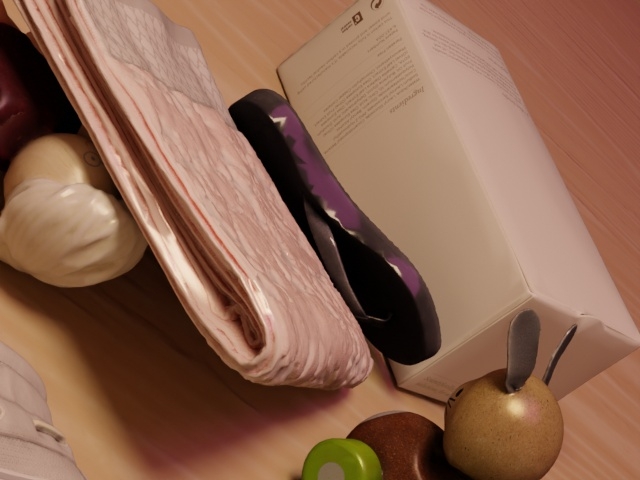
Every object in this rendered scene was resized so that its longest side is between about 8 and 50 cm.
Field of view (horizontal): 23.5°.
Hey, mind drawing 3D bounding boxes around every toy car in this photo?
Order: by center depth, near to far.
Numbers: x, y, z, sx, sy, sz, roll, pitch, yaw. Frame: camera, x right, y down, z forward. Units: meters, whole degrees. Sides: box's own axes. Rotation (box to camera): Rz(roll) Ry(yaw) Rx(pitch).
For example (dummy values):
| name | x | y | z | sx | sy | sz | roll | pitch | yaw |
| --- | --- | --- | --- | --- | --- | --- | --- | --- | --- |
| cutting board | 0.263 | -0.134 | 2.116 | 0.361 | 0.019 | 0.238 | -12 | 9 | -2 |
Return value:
| name | x | y | z | sx | sy | sz | roll | pitch | yaw |
| --- | --- | --- | --- | --- | --- | --- | --- | --- | --- |
| toy car | 0.106 | 0.128 | 1.060 | 0.149 | 0.188 | 0.155 | 36 | 10 | 29 |

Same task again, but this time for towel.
| name | x | y | z | sx | sy | sz | roll | pitch | yaw |
| --- | --- | --- | --- | --- | --- | --- | --- | --- | --- |
| towel | -0.075 | -0.040 | 1.044 | 0.317 | 0.053 | 0.332 | 60 | 8 | 11 |

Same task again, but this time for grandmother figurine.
| name | x | y | z | sx | sy | sz | roll | pitch | yaw |
| --- | --- | --- | --- | --- | --- | --- | --- | --- | --- |
| grandmother figurine | -0.216 | -0.118 | 0.954 | 0.208 | 0.104 | 0.342 | -12 | 65 | -55 |

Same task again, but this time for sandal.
| name | x | y | z | sx | sy | sz | roll | pitch | yaw |
| --- | --- | --- | --- | --- | --- | --- | --- | --- | --- |
| sandal | -0.001 | 0.000 | 1.220 | 0.054 | 0.097 | 0.254 | -37 | 89 | -31 |

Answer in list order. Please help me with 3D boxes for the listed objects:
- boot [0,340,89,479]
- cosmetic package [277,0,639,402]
| name | x | y | z | sx | sy | sz | roll | pitch | yaw |
| --- | --- | --- | --- | --- | --- | --- | --- | --- | --- |
| boot | -0.209 | 0.090 | 0.712 | 0.258 | 0.095 | 0.123 | 33 | 24 | -55 |
| cosmetic package | 0.120 | -0.036 | 1.386 | 0.197 | 0.155 | 0.365 | 25 | 37 | -46 |
